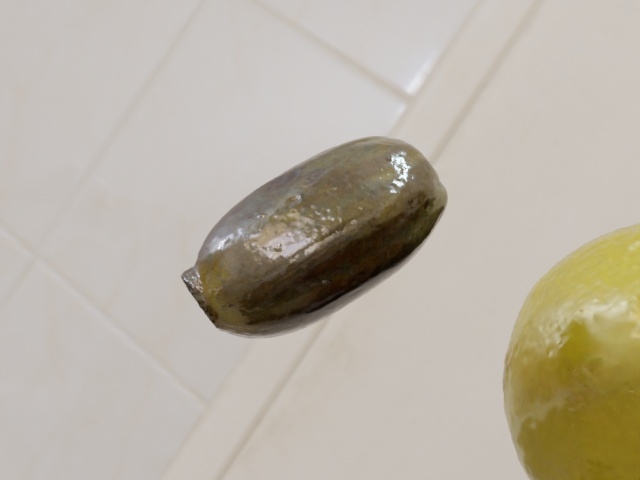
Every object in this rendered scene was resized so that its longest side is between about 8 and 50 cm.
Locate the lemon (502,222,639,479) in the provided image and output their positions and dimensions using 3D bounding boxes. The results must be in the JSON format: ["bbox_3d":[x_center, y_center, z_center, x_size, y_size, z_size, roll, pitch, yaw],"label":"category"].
[{"bbox_3d":[0.339,0.135,1.298,0.348,0.348,0.348,34,5,-3],"label":"lemon"}]

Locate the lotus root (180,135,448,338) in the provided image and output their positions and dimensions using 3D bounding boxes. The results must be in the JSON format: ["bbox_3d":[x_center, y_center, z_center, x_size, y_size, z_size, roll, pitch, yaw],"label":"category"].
[{"bbox_3d":[0.000,0.000,1.187,0.123,0.241,0.124,45,-18,33],"label":"lotus root"}]
